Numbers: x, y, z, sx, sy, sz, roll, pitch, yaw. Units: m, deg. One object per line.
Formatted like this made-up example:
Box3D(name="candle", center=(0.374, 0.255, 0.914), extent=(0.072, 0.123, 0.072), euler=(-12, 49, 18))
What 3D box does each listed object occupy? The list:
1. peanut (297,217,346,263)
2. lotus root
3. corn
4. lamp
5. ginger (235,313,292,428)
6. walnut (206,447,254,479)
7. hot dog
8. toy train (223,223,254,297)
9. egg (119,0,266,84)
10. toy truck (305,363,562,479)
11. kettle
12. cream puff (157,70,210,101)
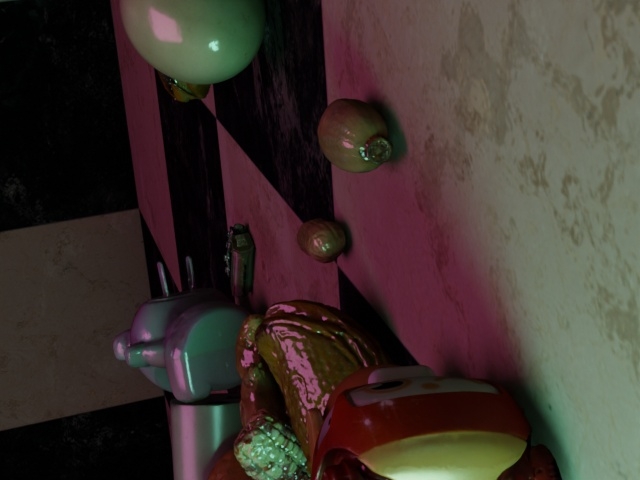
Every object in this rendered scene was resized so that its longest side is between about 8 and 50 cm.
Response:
Box3D(name="peanut", center=(0.000, 0.000, 1.357), extent=(0.113, 0.053, 0.054), euler=(-163, 63, -76))
Box3D(name="lotus root", center=(0.031, -0.107, 1.140), extent=(0.150, 0.062, 0.073), euler=(-141, 43, -65))
Box3D(name="corn", center=(-0.007, 0.297, 1.352), extent=(0.237, 0.079, 0.079), euler=(41, 174, -16))
Box3D(name="lamp", center=(-0.220, 0.154, 1.942), extent=(0.301, 0.247, 0.248), euler=(2, 105, 67))
Box3D(name="ginger", center=(-0.077, 0.224, 1.554), extent=(0.236, 0.166, 0.375), euler=(50, 161, -18))
Box3D(name="walnut", center=(-0.103, 0.429, 1.776), extent=(0.222, 0.195, 0.195), euler=(-125, 28, -61))
Box3D(name="hot dog", center=(0.022, 0.192, 1.268), extent=(0.272, 0.122, 0.196), euler=(67, 159, 16))
Box3D(name="toy train", center=(-0.140, 0.034, 1.917), extent=(0.148, 0.038, 0.071), euler=(98, 157, -52))
Box3D(name="egg", center=(-0.167, -0.305, 1.490), extent=(0.254, 0.188, 0.189), euler=(-123, 27, -49))
Box3D(name="toy truck", center=(0.075, 0.183, 0.965), extent=(0.265, 0.189, 0.239), euler=(99, 164, -51))
Box3D(name="kettle", center=(-0.160, 0.399, 1.972), extent=(0.240, 0.165, 0.255), euler=(0, -94, -62))
Box3D(name="cream puff", center=(-0.211, -0.293, 1.825), extent=(0.119, 0.104, 0.133), euler=(9, -104, -72))
